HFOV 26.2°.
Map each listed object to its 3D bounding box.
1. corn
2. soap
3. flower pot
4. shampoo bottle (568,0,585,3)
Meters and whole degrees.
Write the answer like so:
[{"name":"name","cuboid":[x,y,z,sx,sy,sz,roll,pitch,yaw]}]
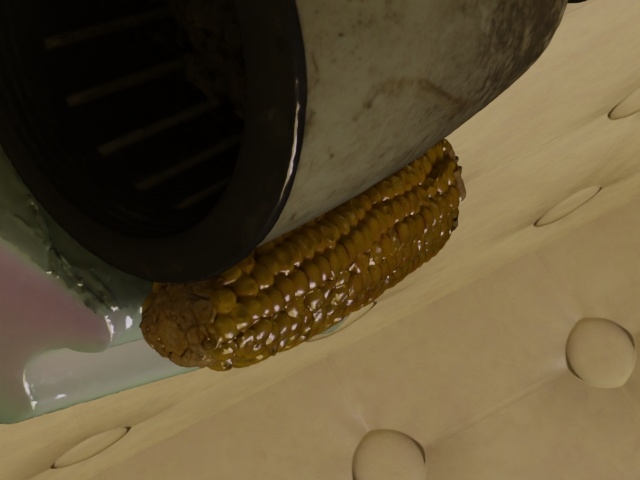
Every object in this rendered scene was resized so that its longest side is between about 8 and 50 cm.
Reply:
[{"name":"corn","cuboid":[0.000,0.000,0.974,0.119,0.119,0.322,-42,173,40]},{"name":"soap","cuboid":[-0.157,-0.026,1.061,0.446,0.261,0.156,-12,158,-46]},{"name":"flower pot","cuboid":[-0.019,-0.161,0.876,0.330,0.293,0.293,-26,167,-44]},{"name":"shampoo bottle","cuboid":[0.216,-0.273,1.262,0.101,0.101,0.284,-36,164,23]}]
